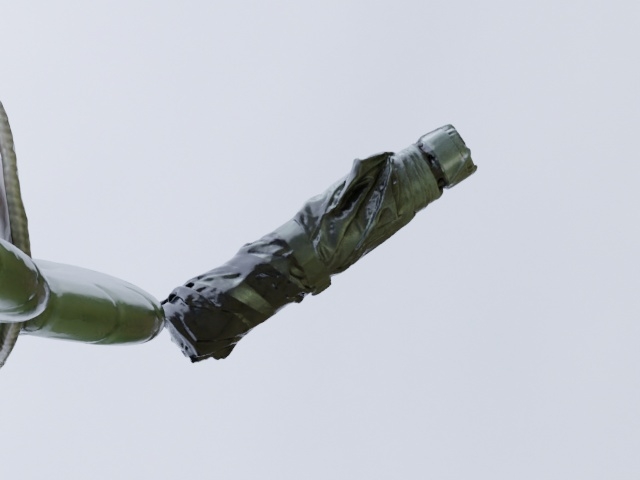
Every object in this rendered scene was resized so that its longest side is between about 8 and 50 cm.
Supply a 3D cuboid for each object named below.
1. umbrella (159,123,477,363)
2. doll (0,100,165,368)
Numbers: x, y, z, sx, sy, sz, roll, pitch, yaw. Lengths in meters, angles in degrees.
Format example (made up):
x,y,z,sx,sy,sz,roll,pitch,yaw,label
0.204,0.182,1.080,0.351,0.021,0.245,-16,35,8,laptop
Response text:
x,y,z,sx,sy,sz,roll,pitch,yaw,label
0.000,0.000,0.939,0.188,0.046,0.050,-32,-20,-10,umbrella
-0.205,-0.024,0.742,0.284,0.268,0.216,34,-108,-79,doll
